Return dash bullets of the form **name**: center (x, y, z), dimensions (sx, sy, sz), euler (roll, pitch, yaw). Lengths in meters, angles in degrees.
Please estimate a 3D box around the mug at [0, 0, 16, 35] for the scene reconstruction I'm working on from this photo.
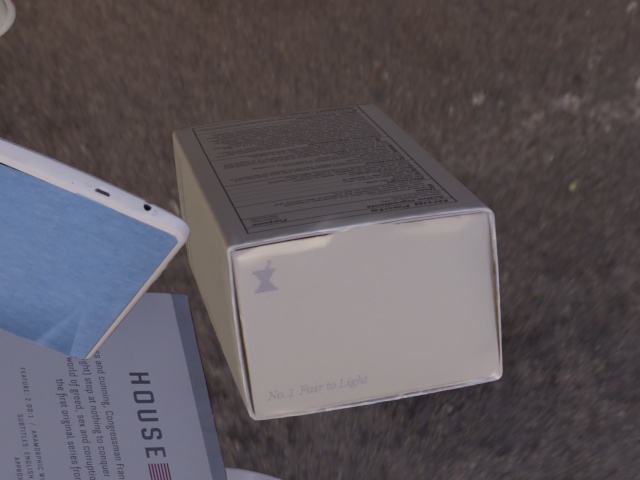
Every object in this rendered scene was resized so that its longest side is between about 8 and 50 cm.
- **mug**: center (-0.250, -0.199, 0.928), dimensions (0.150, 0.113, 0.169), euler (-6, 74, -4)

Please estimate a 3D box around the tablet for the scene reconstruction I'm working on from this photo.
- **tablet**: center (-0.063, 0.002, 0.351), dimensions (0.054, 0.083, 0.006), euler (23, 62, -12)

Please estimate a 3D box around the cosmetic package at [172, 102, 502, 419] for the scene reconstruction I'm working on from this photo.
- **cosmetic package**: center (0.000, 0.000, 1.096), dimensions (0.160, 0.309, 0.113), euler (-8, 108, -8)

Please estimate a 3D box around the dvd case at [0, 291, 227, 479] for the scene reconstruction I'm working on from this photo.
- **dvd case**: center (-0.138, 0.099, 0.600), dimensions (0.239, 0.029, 0.179), euler (4, 61, -35)

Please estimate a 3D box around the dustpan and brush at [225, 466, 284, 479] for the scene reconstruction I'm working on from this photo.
- **dustpan and brush**: center (-0.118, 0.262, 1.655), dimensions (0.211, 0.147, 0.060), euler (30, 46, -12)
